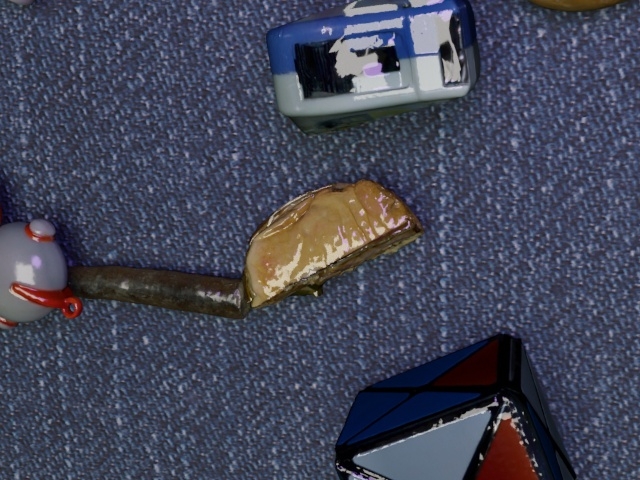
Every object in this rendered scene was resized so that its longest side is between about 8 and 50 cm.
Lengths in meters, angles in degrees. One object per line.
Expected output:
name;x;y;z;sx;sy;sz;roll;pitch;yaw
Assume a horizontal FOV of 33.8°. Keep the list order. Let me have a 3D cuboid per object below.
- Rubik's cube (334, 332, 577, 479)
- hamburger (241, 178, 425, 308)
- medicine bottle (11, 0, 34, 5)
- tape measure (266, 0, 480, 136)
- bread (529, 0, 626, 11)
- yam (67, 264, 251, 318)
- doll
Rubik's cube;0.184;0.296;1.354;0.248;0.246;0.250;-21;97;16
hamburger;0.000;0.000;1.402;0.262;0.124;0.131;-27;77;11
medicine bottle;-0.386;-0.391;1.406;0.079;0.079;0.140;37;106;2
tape measure;0.069;-0.220;1.258;0.262;0.259;0.138;-15;99;14
bread;0.253;-0.415;1.218;0.192;0.171;0.314;-13;98;1
yam;-0.230;0.068;1.487;0.274;0.061;0.061;6;103;13
doll;-0.462;0.012;1.486;0.336;0.105;0.200;31;105;18
